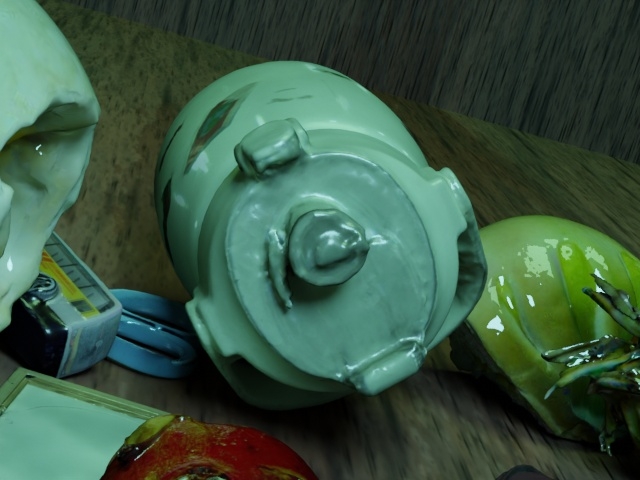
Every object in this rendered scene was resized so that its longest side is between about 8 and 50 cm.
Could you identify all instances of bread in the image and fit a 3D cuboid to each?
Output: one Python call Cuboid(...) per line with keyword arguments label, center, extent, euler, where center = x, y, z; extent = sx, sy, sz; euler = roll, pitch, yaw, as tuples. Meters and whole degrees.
Cuboid(label="bread", center=(0.199, 0.065, 1.172), extent=(0.261, 0.156, 0.158), euler=(8, 15, -31))

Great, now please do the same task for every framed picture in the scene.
Cuboid(label="framed picture", center=(-0.138, 0.128, 0.834), extent=(0.136, 0.010, 0.201), euler=(18, 14, 0))

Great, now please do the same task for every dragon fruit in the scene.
Cuboid(label="dragon fruit", center=(-0.040, 0.150, 0.688), extent=(0.125, 0.125, 0.246), euler=(7, -7, 21))

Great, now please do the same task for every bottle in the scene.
Cuboid(label="bottle", center=(0.000, 0.000, 1.013), extent=(0.229, 0.229, 0.351), euler=(14, 10, -13))

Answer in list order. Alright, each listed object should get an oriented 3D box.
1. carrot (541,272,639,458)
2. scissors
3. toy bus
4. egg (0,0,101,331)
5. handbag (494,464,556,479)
Cuboid(label="carrot", center=(0.336, 0.107, 1.071), extent=(0.331, 0.214, 0.193), euler=(4, 24, -33))
Cuboid(label="scissors", center=(-0.206, 0.038, 1.056), extent=(0.256, 0.030, 0.125), euler=(20, 15, -1))
Cuboid(label="toy bus", center=(-0.204, 0.022, 0.988), extent=(0.072, 0.057, 0.172), euler=(-14, 46, -43))
Cuboid(label="egg", center=(-0.305, -0.067, 0.820), extent=(0.336, 0.278, 0.278), euler=(26, 15, 10))
Cuboid(label="handbag", center=(0.165, 0.208, 0.752), extent=(0.216, 0.074, 0.203), euler=(22, 15, 14))
